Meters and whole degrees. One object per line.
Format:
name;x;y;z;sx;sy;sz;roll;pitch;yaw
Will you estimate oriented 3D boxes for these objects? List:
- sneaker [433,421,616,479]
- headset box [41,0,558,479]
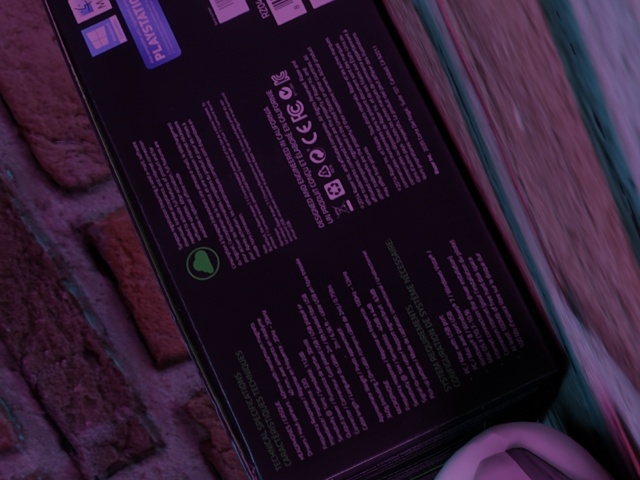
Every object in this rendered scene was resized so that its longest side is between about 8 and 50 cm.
sneaker;0.083;0.136;0.645;0.297;0.111;0.129;69;-175;-60
headset box;0.000;0.000;0.742;0.283;0.131;0.246;63;-178;-77
